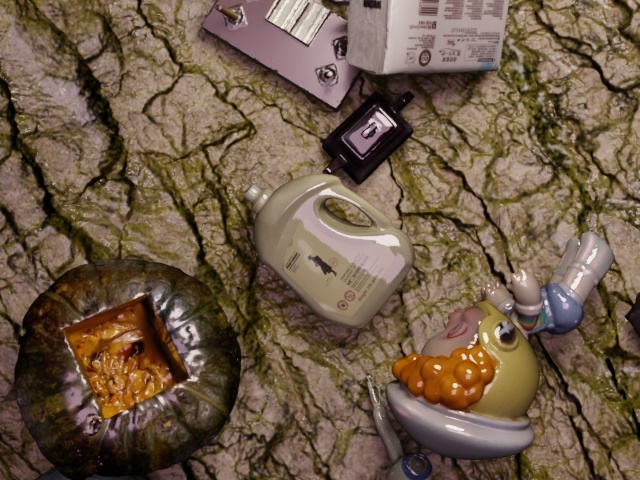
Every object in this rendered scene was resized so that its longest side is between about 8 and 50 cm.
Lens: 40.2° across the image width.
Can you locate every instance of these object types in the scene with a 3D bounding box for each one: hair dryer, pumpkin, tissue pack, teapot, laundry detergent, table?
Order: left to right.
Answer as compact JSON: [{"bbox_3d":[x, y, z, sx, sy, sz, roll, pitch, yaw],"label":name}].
[{"bbox_3d":[-0.267,0.172,1.218,0.320,0.192,0.321,3,71,-10],"label":"pumpkin"},{"bbox_3d":[-0.046,-0.308,1.280,0.240,0.111,0.122,31,90,3],"label":"table"},{"bbox_3d":[0.000,0.000,1.268,0.253,0.091,0.181,37,110,-1],"label":"laundry detergent"},{"bbox_3d":[0.070,-0.155,1.280,0.177,0.096,0.087,-43,88,1],"label":"teapot"},{"bbox_3d":[0.096,0.322,1.291,0.067,0.199,0.167,-7,128,-22],"label":"hair dryer"},{"bbox_3d":[0.136,-0.321,1.221,0.229,0.145,0.159,-11,115,-36],"label":"tissue pack"}]

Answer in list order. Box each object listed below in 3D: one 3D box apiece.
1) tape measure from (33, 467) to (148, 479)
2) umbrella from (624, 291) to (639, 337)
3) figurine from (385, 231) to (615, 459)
[{"bbox_3d":[-0.334,0.456,1.267,0.274,0.147,0.256,24,90,1],"label":"tape measure"},{"bbox_3d":[0.554,0.210,1.250,0.118,0.118,0.340,-27,88,2],"label":"umbrella"},{"bbox_3d":[0.273,0.149,1.205,0.382,0.224,0.205,-43,91,1],"label":"figurine"}]
